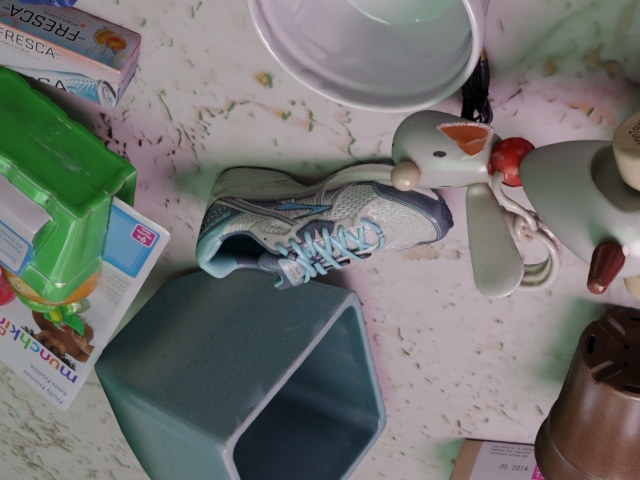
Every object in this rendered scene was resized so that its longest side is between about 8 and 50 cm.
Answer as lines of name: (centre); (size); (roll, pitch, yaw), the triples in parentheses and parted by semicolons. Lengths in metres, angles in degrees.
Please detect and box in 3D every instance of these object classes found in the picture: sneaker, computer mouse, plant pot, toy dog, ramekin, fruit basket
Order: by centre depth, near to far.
toy dog: (0.183, -0.023, 1.348); (0.334, 0.161, 0.220); (-9, 115, 51)
ramekin: (0.050, -0.220, 1.359); (0.207, 0.109, 0.207); (14, 141, 12)
computer mouse: (0.064, -0.151, 1.485); (0.193, 0.042, 0.106); (9, 140, 18)
sneaker: (0.000, 0.000, 1.629); (0.283, 0.122, 0.110); (-2, 136, 29)
plant pot: (0.315, 0.173, 1.648); (0.167, 0.167, 0.165); (15, 134, 11)
fruit basket: (-0.355, 0.003, 1.722); (0.327, 0.165, 0.353); (39, 129, 3)
plant pot: (-0.108, 0.177, 1.806); (0.252, 0.247, 0.248); (21, 145, 30)

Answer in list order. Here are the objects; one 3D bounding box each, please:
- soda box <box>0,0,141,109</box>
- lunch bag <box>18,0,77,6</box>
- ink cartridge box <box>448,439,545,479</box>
soda box: (-0.275, -0.200, 1.590); (0.183, 0.058, 0.063); (22, 142, 3)
lunch bag: (-0.253, -0.265, 1.495); (0.065, 0.067, 0.098); (6, 140, 22)
ink cartridge box: (0.288, 0.335, 1.898); (0.235, 0.088, 0.193); (3, 136, 25)
